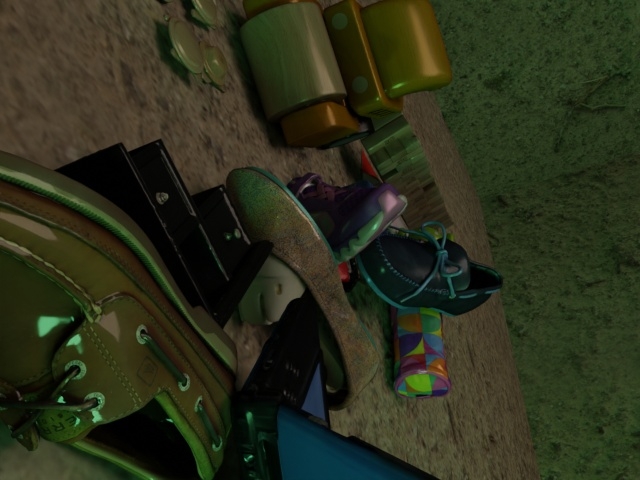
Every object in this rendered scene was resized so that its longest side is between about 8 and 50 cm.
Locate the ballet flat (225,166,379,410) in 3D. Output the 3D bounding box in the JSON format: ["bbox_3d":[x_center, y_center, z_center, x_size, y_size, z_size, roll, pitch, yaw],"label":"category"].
[{"bbox_3d":[-0.025,0.070,0.691,0.106,0.108,0.316,-53,127,-33],"label":"ballet flat"}]

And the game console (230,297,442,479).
[{"bbox_3d":[0.042,0.223,0.514,0.250,0.174,0.292,-61,149,-64],"label":"game console"}]

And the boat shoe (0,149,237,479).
[{"bbox_3d":[-0.134,0.063,0.374,0.307,0.111,0.104,49,30,-49],"label":"boat shoe"}]

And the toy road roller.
[{"bbox_3d":[0.053,-0.268,0.962,0.329,0.241,0.202,-21,93,-71],"label":"toy road roller"}]

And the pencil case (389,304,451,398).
[{"bbox_3d":[0.168,0.160,1.128,0.104,0.105,0.236,57,26,-38],"label":"pencil case"}]

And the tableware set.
[{"bbox_3d":[-0.147,-0.247,0.738,0.141,0.020,0.168,11,62,-70],"label":"tableware set"}]

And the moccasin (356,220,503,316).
[{"bbox_3d":[0.182,0.036,1.040,0.342,0.117,0.137,13,53,-53],"label":"moccasin"}]

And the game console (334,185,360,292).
[{"bbox_3d":[0.000,0.000,0.934,0.124,0.085,0.143,113,-33,-71],"label":"game console"}]

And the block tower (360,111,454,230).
[{"bbox_3d":[0.172,-0.117,1.289,0.335,0.097,0.090,49,13,-55],"label":"block tower"}]

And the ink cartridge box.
[{"bbox_3d":[0.140,-0.053,1.296,0.189,0.066,0.232,57,29,-37],"label":"ink cartridge box"}]

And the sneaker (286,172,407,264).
[{"bbox_3d":[0.006,-0.032,0.748,0.095,0.236,0.104,-37,97,-24],"label":"sneaker"}]

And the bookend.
[{"bbox_3d":[-0.120,-0.018,0.538,0.156,0.072,0.157,66,20,-17],"label":"bookend"}]

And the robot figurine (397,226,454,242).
[{"bbox_3d":[0.187,0.008,1.175,0.115,0.101,0.066,-10,110,-84],"label":"robot figurine"}]

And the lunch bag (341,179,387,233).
[{"bbox_3d":[0.066,-0.052,1.072,0.065,0.067,0.098,44,33,-54],"label":"lunch bag"}]
